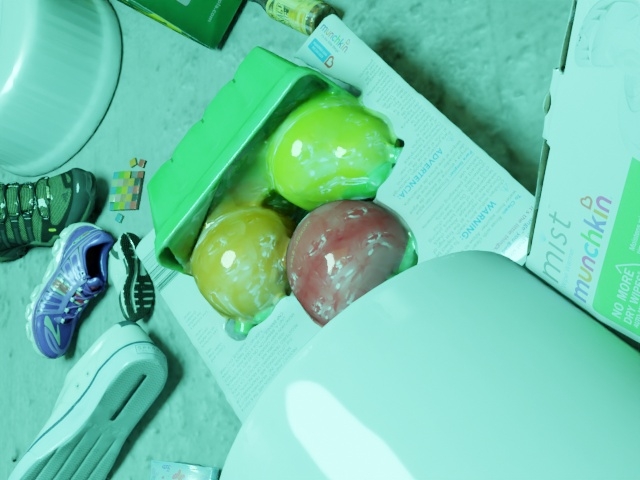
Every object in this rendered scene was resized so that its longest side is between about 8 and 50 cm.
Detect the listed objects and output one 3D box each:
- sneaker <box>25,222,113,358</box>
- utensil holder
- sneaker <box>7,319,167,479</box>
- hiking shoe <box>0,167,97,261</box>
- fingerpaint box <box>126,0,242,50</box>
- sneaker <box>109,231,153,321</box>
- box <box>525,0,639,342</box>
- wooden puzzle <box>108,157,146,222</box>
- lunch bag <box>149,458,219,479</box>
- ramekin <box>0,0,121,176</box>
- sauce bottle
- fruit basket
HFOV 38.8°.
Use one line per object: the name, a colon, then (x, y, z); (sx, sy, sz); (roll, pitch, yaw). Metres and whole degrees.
sneaker: (-0.296, 0.061, 1.087); (0.071, 0.068, 0.169); (14, 85, 30)
utensil holder: (0.158, 0.234, 0.569); (0.385, 0.328, 0.327); (42, 102, 36)
sneaker: (-0.264, 0.201, 1.023); (0.258, 0.094, 0.091); (-48, 38, 9)
hiking shoe: (-0.382, -0.033, 1.139); (0.227, 0.114, 0.086); (-24, 65, 27)
fingerpaint box: (-0.180, -0.507, 1.102); (0.371, 0.163, 0.444); (32, 96, 35)
sneaker: (-0.223, 0.047, 1.062); (0.044, 0.040, 0.109); (-35, 55, 41)
box: (0.262, -0.100, 0.576); (0.127, 0.231, 0.261); (37, 142, 35)
wooden puzzle: (-0.239, -0.062, 1.116); (0.049, 0.006, 0.083); (0, 77, 34)
lunch bag: (-0.137, 0.263, 0.929); (0.083, 0.053, 0.071); (-8, 71, 43)
ramekin: (-0.408, -0.235, 1.200); (0.277, 0.135, 0.277); (-10, 71, 32)
sauce bottle: (-0.037, -0.260, 1.012); (0.128, 0.042, 0.042); (33, 97, 38)
fruit basket: (0.000, 0.000, 0.839); (0.327, 0.165, 0.353); (-50, 56, 13)
